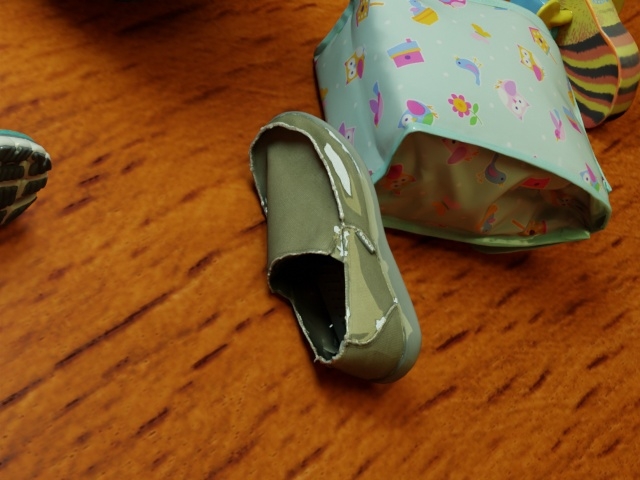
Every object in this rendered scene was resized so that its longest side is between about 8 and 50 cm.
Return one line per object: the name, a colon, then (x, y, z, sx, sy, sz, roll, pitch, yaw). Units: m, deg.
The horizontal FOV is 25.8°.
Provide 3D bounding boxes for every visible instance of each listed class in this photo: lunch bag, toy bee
lunch bag: (0.143, -0.114, 1.321, 0.262, 0.160, 0.223, 11, 48, -27)
toy bee: (0.272, -0.282, 1.582, 0.298, 0.162, 0.195, 42, 40, -3)

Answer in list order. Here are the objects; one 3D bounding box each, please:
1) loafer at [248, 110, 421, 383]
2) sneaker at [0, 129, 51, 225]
loafer: (0.000, 0.000, 1.143, 0.087, 0.094, 0.251, 0, 56, -46)
sneaker: (-0.306, -0.058, 0.929, 0.275, 0.107, 0.110, 0, 46, -41)
